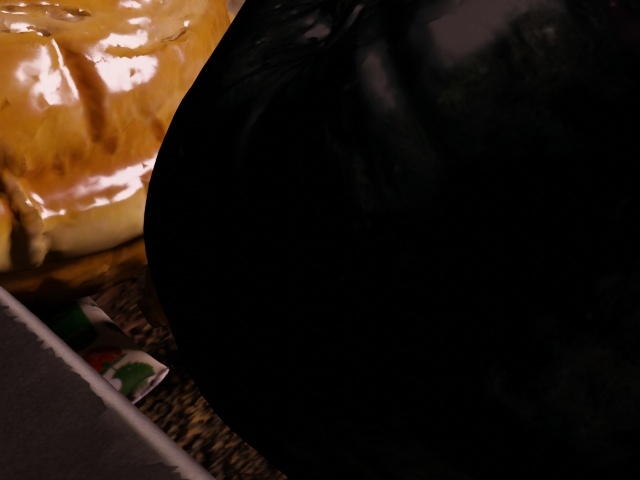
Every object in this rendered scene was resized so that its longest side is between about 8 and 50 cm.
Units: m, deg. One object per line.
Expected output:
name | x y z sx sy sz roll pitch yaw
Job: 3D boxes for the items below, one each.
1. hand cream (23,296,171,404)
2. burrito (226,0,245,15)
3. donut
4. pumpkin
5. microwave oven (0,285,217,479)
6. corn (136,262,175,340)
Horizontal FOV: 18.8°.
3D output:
hand cream | -0.154 0.057 1.086 0.095 0.059 0.276 -35 24 -7
burrito | -0.167 -0.074 1.302 0.331 0.190 0.135 -27 -17 -7
donut | -0.249 -0.113 1.076 0.448 0.198 0.449 9 31 -5
pumpkin | 0.092 -0.031 0.726 0.315 0.238 0.315 -40 20 18
microwave oven | -0.186 0.224 0.416 0.432 0.236 0.374 -31 20 -13
corn | 0.000 0.000 1.003 0.207 0.068 0.068 -23 20 8
